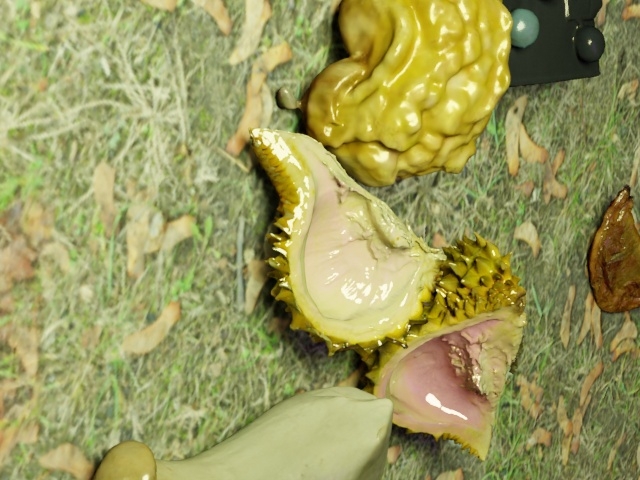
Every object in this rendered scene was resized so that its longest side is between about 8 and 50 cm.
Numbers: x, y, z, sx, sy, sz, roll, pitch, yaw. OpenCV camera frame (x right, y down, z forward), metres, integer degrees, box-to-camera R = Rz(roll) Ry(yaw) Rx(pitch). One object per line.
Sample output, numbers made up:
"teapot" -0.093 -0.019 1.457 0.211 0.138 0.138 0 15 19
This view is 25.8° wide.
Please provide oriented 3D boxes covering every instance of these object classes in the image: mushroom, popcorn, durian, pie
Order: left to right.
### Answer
"mushroom" -0.057 0.188 1.063 0.270 0.103 0.118 -11 108 -44
"durian" 0.000 -0.005 1.109 0.140 0.078 0.224 -41 113 -15
"popcorn" 0.079 -0.131 1.120 0.163 0.140 0.194 40 70 -43
"durian" 0.115 0.091 1.219 0.165 0.132 0.182 -63 158 -15
"pie" 0.330 0.024 1.558 0.088 0.033 0.191 -43 133 -16

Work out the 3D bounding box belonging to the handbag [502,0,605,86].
"handbag" 0.207 -0.305 1.256 0.269 0.118 0.326 -14 112 -50
